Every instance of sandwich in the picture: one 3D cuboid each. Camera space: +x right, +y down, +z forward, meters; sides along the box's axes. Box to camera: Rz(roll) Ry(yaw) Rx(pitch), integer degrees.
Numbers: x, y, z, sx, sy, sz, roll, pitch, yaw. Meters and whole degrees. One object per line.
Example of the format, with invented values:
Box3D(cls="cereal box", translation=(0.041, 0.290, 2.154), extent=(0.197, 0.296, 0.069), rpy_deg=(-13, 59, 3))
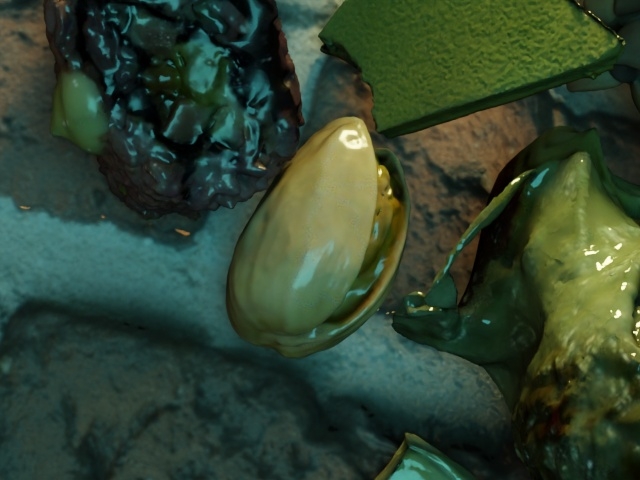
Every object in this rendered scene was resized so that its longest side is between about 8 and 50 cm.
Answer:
Box3D(cls="sandwich", translation=(0.130, -0.172, 1.565), extent=(0.245, 0.063, 0.212), rpy_deg=(44, 105, 23))

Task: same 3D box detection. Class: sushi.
Box3D(cls="sushi", translation=(-0.135, -0.147, 1.525), extent=(0.237, 0.171, 0.270), rpy_deg=(-19, 98, -11))

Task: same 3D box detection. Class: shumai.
Box3D(cls="shumai", translation=(0.274, 0.060, 1.541), extent=(0.395, 0.395, 0.348), rpy_deg=(-35, 74, -9))

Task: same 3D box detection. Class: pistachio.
Box3D(cls="pistachio", translation=(0.000, 0.000, 1.572), extent=(0.157, 0.157, 0.229), rpy_deg=(28, 82, -10))

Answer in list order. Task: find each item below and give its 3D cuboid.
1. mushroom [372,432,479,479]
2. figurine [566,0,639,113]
Box3D(cls="mushroom", translation=(0.180, 0.315, 1.636), extent=(0.312, 0.081, 0.100), rpy_deg=(40, 77, -7))
Box3D(cls="figurine", translation=(0.316, -0.246, 1.584), extent=(0.248, 0.203, 0.380), rpy_deg=(-11, 86, -45))
